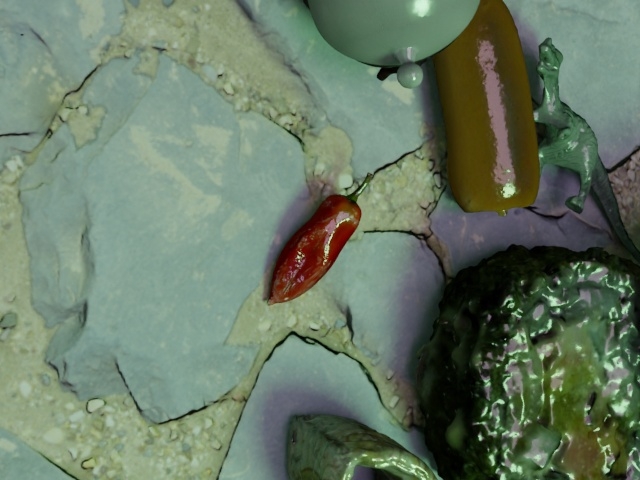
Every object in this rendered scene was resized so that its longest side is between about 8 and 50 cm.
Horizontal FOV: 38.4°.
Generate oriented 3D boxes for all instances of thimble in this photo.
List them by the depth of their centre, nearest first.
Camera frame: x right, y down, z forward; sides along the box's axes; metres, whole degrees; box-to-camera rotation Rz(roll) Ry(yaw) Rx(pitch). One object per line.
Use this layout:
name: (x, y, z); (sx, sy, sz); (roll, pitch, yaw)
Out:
thimble: (0.047, 0.280, 1.043); (0.137, 0.143, 0.191); (-38, 107, -15)

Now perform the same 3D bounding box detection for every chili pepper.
chili pepper: (0.001, 0.000, 1.049); (0.059, 0.050, 0.191); (38, 92, -25)

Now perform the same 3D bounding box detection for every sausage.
sausage: (0.189, -0.191, 1.087); (0.112, 0.112, 0.329); (-13, 97, -22)

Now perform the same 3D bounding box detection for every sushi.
sushi: (0.269, 0.178, 1.113); (0.294, 0.178, 0.352); (3, 92, -22)

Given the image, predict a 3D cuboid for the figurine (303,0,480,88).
figurine: (0.062, -0.344, 0.957); (0.281, 0.167, 0.370); (-10, 100, 9)

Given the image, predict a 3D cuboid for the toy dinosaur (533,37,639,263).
toy dinosaur: (0.324, -0.068, 1.177); (0.129, 0.076, 0.383); (-39, 119, -20)
